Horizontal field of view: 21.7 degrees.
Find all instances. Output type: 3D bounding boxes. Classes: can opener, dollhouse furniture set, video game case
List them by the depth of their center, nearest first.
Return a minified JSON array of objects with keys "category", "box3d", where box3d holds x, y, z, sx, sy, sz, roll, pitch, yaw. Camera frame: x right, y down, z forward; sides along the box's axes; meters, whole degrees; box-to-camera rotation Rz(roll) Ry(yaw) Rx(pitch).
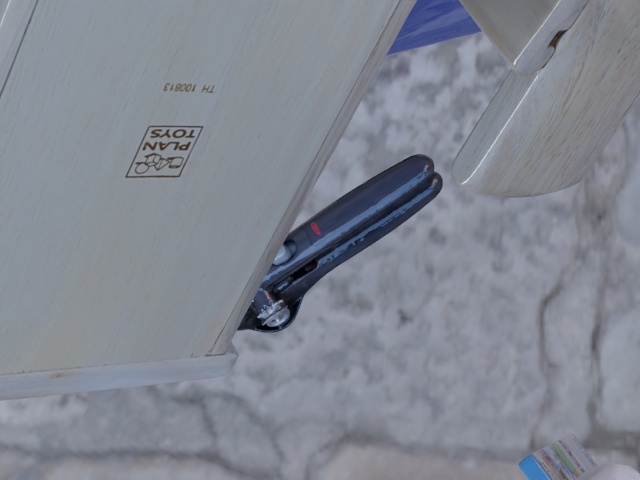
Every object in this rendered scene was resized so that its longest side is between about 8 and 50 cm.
[{"category":"dollhouse furniture set","box3d":[-0.074,-0.131,0.560,0.286,0.303,0.198,-2,136,-38]},{"category":"can opener","box3d":[0.000,0.000,1.127,0.186,0.059,0.073,-33,70,9]},{"category":"video game case","box3d":[0.210,0.207,1.287,0.015,0.166,0.119,-40,77,14]}]

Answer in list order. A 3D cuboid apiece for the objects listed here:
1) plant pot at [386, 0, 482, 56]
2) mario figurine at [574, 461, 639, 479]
[{"category":"plant pot","box3d":[0.045,-0.248,0.822,0.236,0.236,0.212,52,130,13]},{"category":"mario figurine","box3d":[0.204,0.215,0.882,0.170,0.320,0.198,7,76,5]}]
